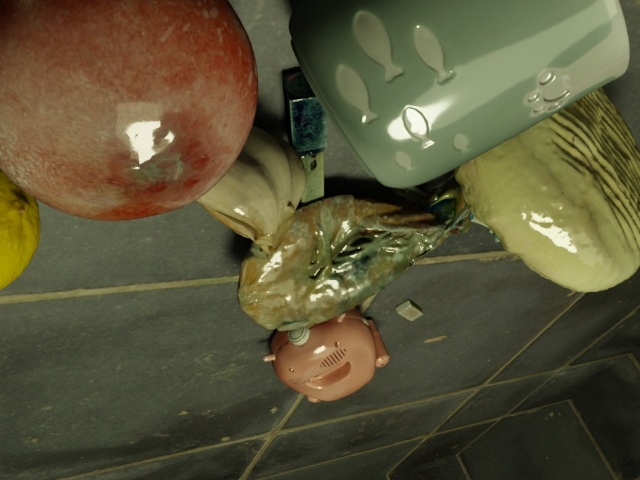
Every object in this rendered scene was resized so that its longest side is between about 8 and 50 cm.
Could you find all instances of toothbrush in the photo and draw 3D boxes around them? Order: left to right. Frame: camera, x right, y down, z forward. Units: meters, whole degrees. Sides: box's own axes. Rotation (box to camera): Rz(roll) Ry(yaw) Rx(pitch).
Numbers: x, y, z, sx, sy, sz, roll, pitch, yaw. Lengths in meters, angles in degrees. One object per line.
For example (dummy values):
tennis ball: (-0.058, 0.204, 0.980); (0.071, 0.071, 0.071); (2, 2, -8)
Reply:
toothbrush: (0.257, -0.052, 1.240); (0.386, 0.040, 0.040); (20, 128, -43)

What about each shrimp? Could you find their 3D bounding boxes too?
shrimp: (0.068, -0.001, 1.068); (0.445, 0.110, 0.221); (-26, 127, -9)

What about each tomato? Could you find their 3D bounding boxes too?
tomato: (-0.186, -0.140, 0.623); (0.270, 0.227, 0.270); (-18, 143, -15)

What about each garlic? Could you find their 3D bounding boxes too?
garlic: (-0.099, -0.080, 0.847); (0.143, 0.178, 0.229); (-55, 178, 0)

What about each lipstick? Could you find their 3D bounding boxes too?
lipstick: (-0.018, -0.114, 0.947); (0.051, 0.051, 0.312); (-14, 150, -7)

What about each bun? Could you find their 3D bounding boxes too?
bun: (0.329, -0.089, 0.971); (0.361, 0.361, 0.213); (10, 155, -42)

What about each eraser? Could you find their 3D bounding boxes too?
eraser: (0.207, 0.163, 1.529); (0.038, 0.019, 0.083); (-35, 147, 15)

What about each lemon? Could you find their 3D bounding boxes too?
lemon: (-0.407, -0.015, 0.712); (0.203, 0.179, 0.178); (-15, 149, 8)

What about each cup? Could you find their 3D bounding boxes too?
cup: (0.101, -0.245, 0.680); (0.274, 0.259, 0.357); (-31, 117, 12)

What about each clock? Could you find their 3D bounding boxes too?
clock: (0.007, 0.239, 1.401); (0.227, 0.142, 0.241); (-31, 144, 10)
